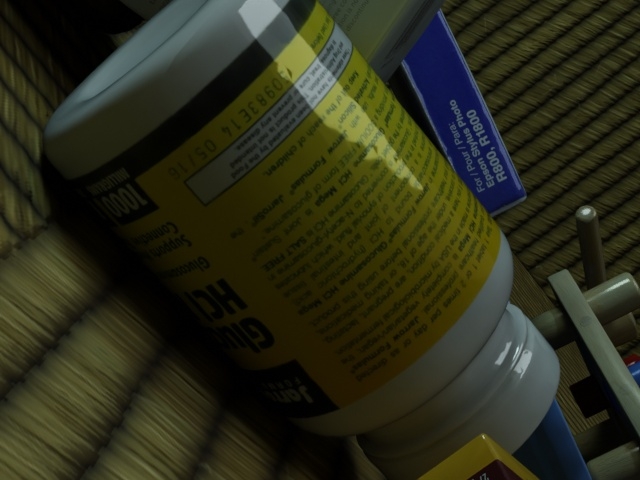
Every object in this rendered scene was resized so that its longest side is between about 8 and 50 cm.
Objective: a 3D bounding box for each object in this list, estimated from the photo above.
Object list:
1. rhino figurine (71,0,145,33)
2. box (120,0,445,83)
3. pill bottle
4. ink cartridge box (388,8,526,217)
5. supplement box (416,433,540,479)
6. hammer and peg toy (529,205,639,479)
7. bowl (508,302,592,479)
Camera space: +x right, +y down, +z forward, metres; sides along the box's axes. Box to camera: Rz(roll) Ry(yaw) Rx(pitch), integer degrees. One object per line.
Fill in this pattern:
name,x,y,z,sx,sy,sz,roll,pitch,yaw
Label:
rhino figurine,-0.204,-0.271,1.131,0.106,0.073,0.243,-20,70,-49
box,-0.070,-0.259,0.988,0.345,0.168,0.215,37,25,4
pill bottle,0.000,0.000,0.845,0.334,0.188,0.188,49,11,-17
ink cartridge box,0.095,-0.175,1.262,0.330,0.071,0.324,-85,149,-87
supplement box,0.117,0.244,0.710,0.191,0.129,0.194,42,15,-44
hammer and peg toy,0.283,0.150,1.282,0.266,0.127,0.361,59,7,-39
bowl,0.146,0.107,1.205,0.391,0.077,0.391,-25,90,-86
